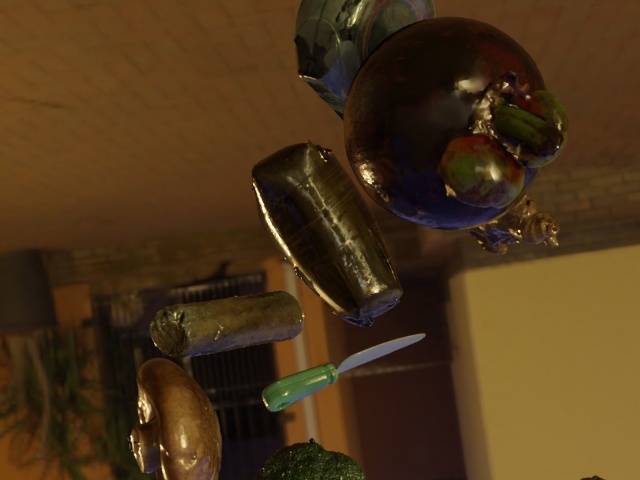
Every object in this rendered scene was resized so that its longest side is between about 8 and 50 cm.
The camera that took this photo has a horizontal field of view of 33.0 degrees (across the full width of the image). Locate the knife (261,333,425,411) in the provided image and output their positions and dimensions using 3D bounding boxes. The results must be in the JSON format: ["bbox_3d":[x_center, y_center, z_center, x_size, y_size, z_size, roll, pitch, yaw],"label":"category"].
[{"bbox_3d":[0.037,0.174,1.531,0.260,0.034,0.063,-23,154,-15],"label":"knife"}]

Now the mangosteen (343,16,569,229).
[{"bbox_3d":[0.189,-0.162,1.513,0.306,0.306,0.359,-7,-172,-11],"label":"mangosteen"}]

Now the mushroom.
[{"bbox_3d":[-0.242,0.326,1.791,0.146,0.278,0.278,-15,178,-18],"label":"mushroom"}]

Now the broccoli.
[{"bbox_3d":[-0.031,0.581,2.317,0.254,0.269,0.269,14,-174,26],"label":"broccoli"}]

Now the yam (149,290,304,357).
[{"bbox_3d":[-0.153,0.138,1.784,0.259,0.093,0.093,-6,175,-43],"label":"yam"}]

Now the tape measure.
[{"bbox_3d":[0.068,-0.333,1.784,0.147,0.275,0.256,20,167,37],"label":"tape measure"}]

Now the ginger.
[{"bbox_3d":[0.308,-0.041,1.926,0.080,0.166,0.333,-32,-168,-19],"label":"ginger"}]

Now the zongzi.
[{"bbox_3d":[0.000,0.000,2.318,0.208,0.403,0.432,-33,180,-11],"label":"zongzi"}]

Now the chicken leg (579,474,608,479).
[{"bbox_3d":[0.476,0.418,1.747,0.198,0.085,0.069,-10,175,7],"label":"chicken leg"}]
